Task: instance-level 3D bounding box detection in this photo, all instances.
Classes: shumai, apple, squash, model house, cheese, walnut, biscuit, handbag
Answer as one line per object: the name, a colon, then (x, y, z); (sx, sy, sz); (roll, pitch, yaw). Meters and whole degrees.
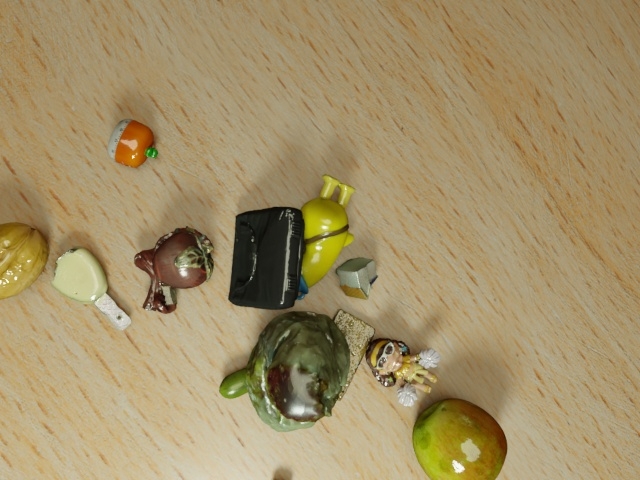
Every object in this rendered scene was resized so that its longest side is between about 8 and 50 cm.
shumai: (-0.024, 0.337, 1.047); (0.304, 0.263, 0.308); (-15, 91, -18)
apple: (0.376, 0.558, 1.163); (0.226, 0.246, 0.246); (38, 77, 17)
squash: (-0.182, 0.372, 1.159); (0.201, 0.066, 0.066); (-23, 86, -17)
model house: (0.111, 0.113, 1.239); (0.101, 0.088, 0.100); (-31, 114, -43)
cheese: (-0.610, 0.141, 1.128); (0.127, 0.050, 0.255); (-42, 90, -12)
walnut: (-0.792, 0.053, 1.062); (0.159, 0.159, 0.206); (33, 73, -3)
biscuit: (0.055, 0.331, 1.221); (0.131, 0.026, 0.236); (29, 80, -2)
handbag: (-0.150, 0.047, 1.145); (0.088, 0.245, 0.274); (10, 79, -51)

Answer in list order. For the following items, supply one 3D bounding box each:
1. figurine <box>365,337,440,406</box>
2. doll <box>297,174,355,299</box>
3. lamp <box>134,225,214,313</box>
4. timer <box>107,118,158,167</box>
figurine: (0.238, 0.364, 1.201); (0.240, 0.116, 0.174); (32, 81, -9)
doll: (0.000, 0.000, 1.204); (0.200, 0.145, 0.362); (22, 88, -20)
lamp: (-0.378, 0.078, 1.138); (0.223, 0.151, 0.214); (-22, 77, 32)
timer: (-0.517, -0.266, 1.180); (0.136, 0.099, 0.136); (-1, 95, -14)
